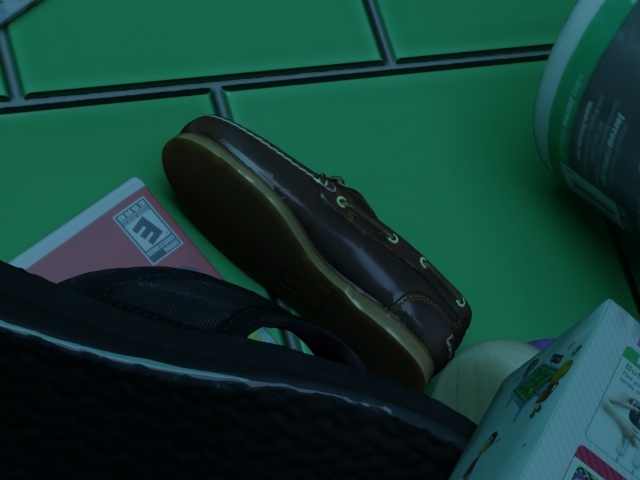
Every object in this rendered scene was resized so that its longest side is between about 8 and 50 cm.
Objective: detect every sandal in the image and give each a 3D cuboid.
[{"bbox_3d":[-0.081,0.069,0.860,0.446,0.167,0.107,23,43,-13],"label":"sandal"}]

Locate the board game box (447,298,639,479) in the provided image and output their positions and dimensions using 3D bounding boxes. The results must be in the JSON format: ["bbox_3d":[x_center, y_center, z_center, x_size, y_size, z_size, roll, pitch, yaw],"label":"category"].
[{"bbox_3d":[0.130,0.205,0.716,0.224,0.097,0.303,39,49,-4],"label":"board game box"}]

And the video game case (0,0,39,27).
[{"bbox_3d":[-0.237,-0.160,1.004,0.119,0.015,0.166,47,58,3],"label":"video game case"}]

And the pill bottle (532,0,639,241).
[{"bbox_3d":[0.314,-0.027,0.994,0.204,0.204,0.361,-27,52,-31],"label":"pill bottle"}]

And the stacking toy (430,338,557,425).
[{"bbox_3d":[0.230,0.112,1.024,0.330,0.141,0.141,-6,70,-31],"label":"stacking toy"}]

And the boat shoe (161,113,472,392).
[{"bbox_3d":[0.000,0.000,1.005,0.207,0.073,0.073,45,56,-8],"label":"boat shoe"}]

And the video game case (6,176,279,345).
[{"bbox_3d":[-0.085,0.126,0.935,0.204,0.025,0.285,-38,86,-32],"label":"video game case"}]
